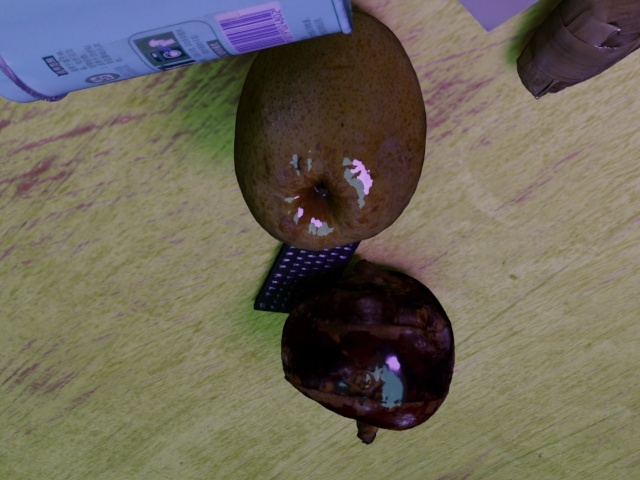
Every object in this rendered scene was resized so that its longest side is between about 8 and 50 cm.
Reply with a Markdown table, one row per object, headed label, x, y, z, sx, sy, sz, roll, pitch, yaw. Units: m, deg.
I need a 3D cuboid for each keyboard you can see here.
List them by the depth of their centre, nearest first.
| label | x | y | z | sx | sy | sz | roll | pitch | yaw |
| --- | --- | --- | --- | --- | --- | --- | --- | --- | --- |
| keyboard | 0.000 | 0.000 | 1.268 | 0.101 | 0.018 | 0.310 | 9 | 138 | -19 |

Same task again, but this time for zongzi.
| label | x | y | z | sx | sy | sz | roll | pitch | yaw |
| --- | --- | --- | --- | --- | --- | --- | --- | --- | --- |
| zongzi | 0.297 | -0.215 | 1.023 | 0.176 | 0.078 | 0.160 | -19 | 169 | -27 |

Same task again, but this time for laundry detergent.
| label | x | y | z | sx | sy | sz | roll | pitch | yaw |
| --- | --- | --- | --- | --- | --- | --- | --- | --- | --- |
| laundry detergent | -0.152 | -0.256 | 0.728 | 0.305 | 0.287 | 0.287 | -11 | 140 | 6 |

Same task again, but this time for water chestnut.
| label | x | y | z | sx | sy | sz | roll | pitch | yaw |
| --- | --- | --- | --- | --- | --- | --- | --- | --- | --- |
| water chestnut | 0.063 | 0.153 | 1.291 | 0.223 | 0.224 | 0.238 | 9 | 107 | -17 |

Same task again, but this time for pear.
| label | x | y | z | sx | sy | sz | roll | pitch | yaw |
| --- | --- | --- | --- | --- | --- | --- | --- | --- | --- |
| pear | 0.010 | -0.101 | 0.996 | 0.188 | 0.211 | 0.228 | 3 | 139 | -8 |

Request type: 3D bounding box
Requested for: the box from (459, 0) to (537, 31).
| label | x | y | z | sx | sy | sz | roll | pitch | yaw |
| --- | --- | --- | --- | --- | --- | --- | --- | --- | --- |
| box | 0.170 | -0.277 | 0.929 | 0.129 | 0.051 | 0.130 | -31 | 134 | 27 |
